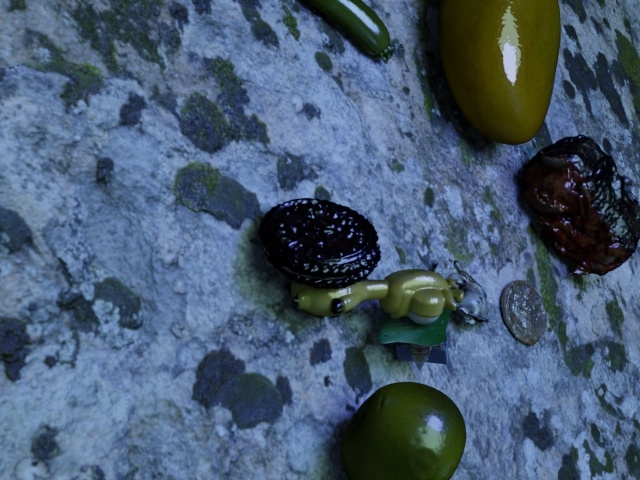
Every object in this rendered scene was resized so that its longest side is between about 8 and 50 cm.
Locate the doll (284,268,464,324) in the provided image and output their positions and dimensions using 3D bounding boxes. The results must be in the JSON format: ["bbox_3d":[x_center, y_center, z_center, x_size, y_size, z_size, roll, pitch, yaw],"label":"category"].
[{"bbox_3d":[0.089,0.083,1.074,0.290,0.086,0.117,2,29,-18],"label":"doll"}]

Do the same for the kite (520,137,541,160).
[{"bbox_3d":[0.527,-0.223,1.633,0.137,0.005,0.153,5,70,-36],"label":"kite"}]

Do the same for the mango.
[{"bbox_3d":[0.388,-0.422,1.457,0.300,0.232,0.446,10,75,-41],"label":"mango"}]

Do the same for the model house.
[{"bbox_3d":[0.166,0.157,1.147,0.167,0.117,0.088,-68,155,-56],"label":"model house"}]

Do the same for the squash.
[{"bbox_3d":[0.052,-0.438,1.294,0.258,0.069,0.069,32,56,-26],"label":"squash"}]

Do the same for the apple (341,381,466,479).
[{"bbox_3d":[0.121,0.302,0.992,0.156,0.196,0.196,33,53,-1],"label":"apple"}]

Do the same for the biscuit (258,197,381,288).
[{"bbox_3d":[0.000,0.000,1.036,0.194,0.053,0.195,6,38,-5],"label":"biscuit"}]

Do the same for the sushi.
[{"bbox_3d":[0.586,-0.086,1.505,0.343,0.196,0.182,50,45,-13],"label":"sushi"}]

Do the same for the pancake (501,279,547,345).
[{"bbox_3d":[0.425,0.146,1.400,0.139,0.022,0.140,15,64,-33],"label":"pancake"}]

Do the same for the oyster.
[{"bbox_3d":[0.271,0.111,1.272,0.165,0.053,0.108,39,34,-13],"label":"oyster"}]
